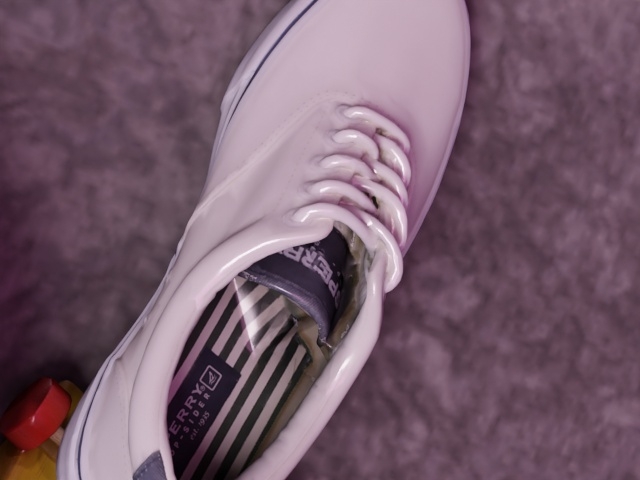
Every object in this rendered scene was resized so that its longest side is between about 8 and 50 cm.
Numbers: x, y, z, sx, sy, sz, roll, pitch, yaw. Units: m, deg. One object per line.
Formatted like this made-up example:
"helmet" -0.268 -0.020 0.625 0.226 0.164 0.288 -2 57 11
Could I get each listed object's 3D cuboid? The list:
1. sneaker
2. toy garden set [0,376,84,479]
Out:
"sneaker" 0.000 0.000 0.700 0.094 0.091 0.258 33 69 -23
"toy garden set" -0.106 0.188 0.740 0.244 0.049 0.204 -46 112 -7
